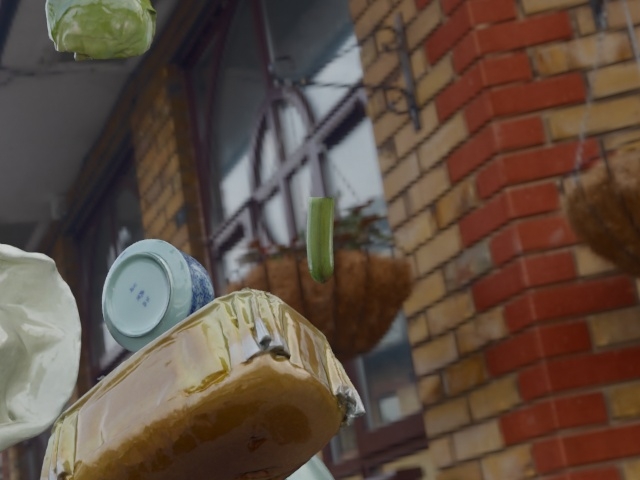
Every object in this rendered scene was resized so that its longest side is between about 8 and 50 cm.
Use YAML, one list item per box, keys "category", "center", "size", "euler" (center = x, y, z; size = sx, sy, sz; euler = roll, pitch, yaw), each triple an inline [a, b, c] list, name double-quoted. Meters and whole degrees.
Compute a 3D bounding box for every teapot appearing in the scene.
- category: "teapot"
  center: [-0.208, 0.087, 1.677]
  size: [0.159, 0.232, 0.159]
  euler: [-30, -36, -25]

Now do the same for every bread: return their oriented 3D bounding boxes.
- category: "bread"
  center: [-0.098, 0.151, 0.938]
  size: [0.241, 0.107, 0.136]
  euler: [-35, -53, 19]

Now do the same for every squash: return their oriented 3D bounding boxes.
- category: "squash"
  center: [0.000, 0.000, 1.155]
  size: [0.027, 0.083, 0.027]
  euler: [1, 0, 0]

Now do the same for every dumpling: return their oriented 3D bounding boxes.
- category: "dumpling"
  center: [-0.402, 0.152, 1.368]
  size: [0.242, 0.318, 0.187]
  euler: [12, -14, -8]

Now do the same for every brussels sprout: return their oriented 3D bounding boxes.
- category: "brussels sprout"
  center: [-0.316, -0.331, 1.735]
  size: [0.149, 0.122, 0.151]
  euler: [10, 28, 26]

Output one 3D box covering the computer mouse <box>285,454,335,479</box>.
- category: "computer mouse"
  center: [-0.068, 0.225, 1.245]
  size: [0.097, 0.288, 0.159]
  euler: [-43, 1, -11]
